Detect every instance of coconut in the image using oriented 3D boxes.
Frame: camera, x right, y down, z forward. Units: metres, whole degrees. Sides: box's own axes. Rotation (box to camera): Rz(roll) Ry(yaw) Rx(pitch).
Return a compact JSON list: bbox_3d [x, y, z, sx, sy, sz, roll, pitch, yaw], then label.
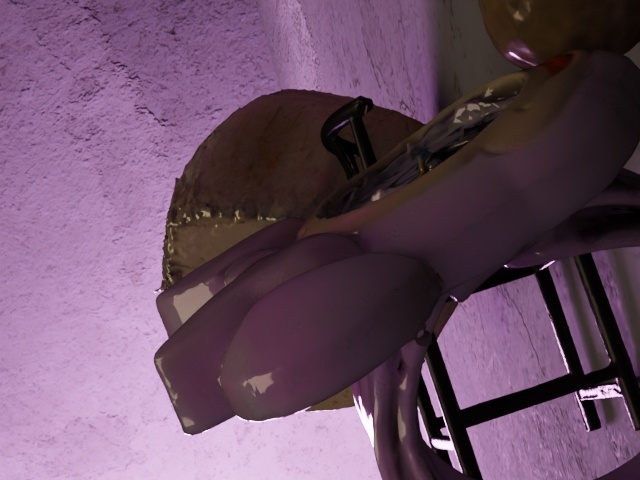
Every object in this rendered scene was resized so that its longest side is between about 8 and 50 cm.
[{"bbox_3d":[0.000,0.000,1.252,0.254,0.297,0.297,-68,-26,-47],"label":"coconut"}]

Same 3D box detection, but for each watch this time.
[{"bbox_3d":[0.082,0.059,0.572,0.217,0.248,0.211,56,-179,-10],"label":"watch"}]

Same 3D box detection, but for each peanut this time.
[{"bbox_3d":[0.110,-0.158,0.564,0.228,0.086,0.104,84,172,-58],"label":"peanut"}]

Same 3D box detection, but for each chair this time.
[{"bbox_3d":[0.105,0.024,0.894,0.154,0.141,0.260,107,145,-81],"label":"chair"}]
